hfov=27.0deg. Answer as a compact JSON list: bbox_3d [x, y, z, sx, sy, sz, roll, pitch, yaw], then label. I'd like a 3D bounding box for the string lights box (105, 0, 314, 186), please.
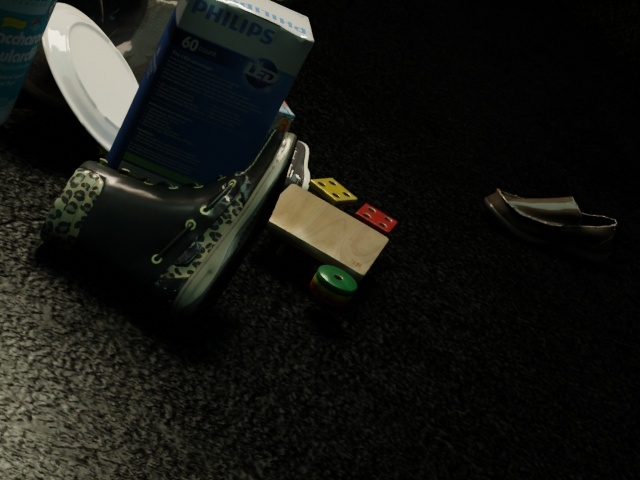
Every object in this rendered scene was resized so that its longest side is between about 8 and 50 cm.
[{"bbox_3d":[-0.123,-0.131,1.375,0.133,0.260,0.077,22,24,-17],"label":"string lights box"}]

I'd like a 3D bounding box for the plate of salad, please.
[{"bbox_3d":[-0.257,-0.173,1.499,0.200,0.048,0.200,52,22,-30],"label":"plate of salad"}]

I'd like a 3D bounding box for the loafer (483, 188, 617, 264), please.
[{"bbox_3d":[0.335,-0.037,1.929,0.220,0.078,0.080,18,25,-25],"label":"loafer"}]

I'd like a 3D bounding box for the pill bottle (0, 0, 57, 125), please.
[{"bbox_3d":[-0.347,-0.254,1.371,0.146,0.264,0.146,23,24,-11],"label":"pill bottle"}]

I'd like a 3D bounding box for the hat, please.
[{"bbox_3d":[-0.309,-0.297,1.621,0.331,0.332,0.134,8,-12,-40],"label":"hat"}]

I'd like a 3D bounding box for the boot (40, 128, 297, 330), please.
[{"bbox_3d":[-0.141,-0.046,1.296,0.178,0.085,0.236,27,61,6],"label":"boot"}]

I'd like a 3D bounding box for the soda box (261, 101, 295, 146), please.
[{"bbox_3d":[-0.100,-0.191,1.779,0.058,0.063,0.183,13,27,-34],"label":"soda box"}]

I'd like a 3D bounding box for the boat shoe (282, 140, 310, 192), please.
[{"bbox_3d":[-0.040,-0.093,1.669,0.038,0.046,0.125,25,31,-20],"label":"boat shoe"}]

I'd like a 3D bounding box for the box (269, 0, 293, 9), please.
[{"bbox_3d":[-0.121,-0.315,1.889,0.044,0.159,0.233,35,24,16],"label":"box"}]

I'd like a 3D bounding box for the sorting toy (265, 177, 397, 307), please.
[{"bbox_3d":[0.000,0.000,1.515,0.132,0.046,0.274,30,23,4],"label":"sorting toy"}]
